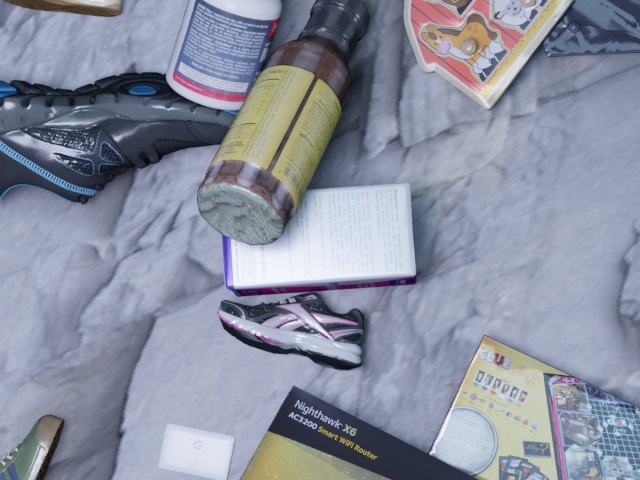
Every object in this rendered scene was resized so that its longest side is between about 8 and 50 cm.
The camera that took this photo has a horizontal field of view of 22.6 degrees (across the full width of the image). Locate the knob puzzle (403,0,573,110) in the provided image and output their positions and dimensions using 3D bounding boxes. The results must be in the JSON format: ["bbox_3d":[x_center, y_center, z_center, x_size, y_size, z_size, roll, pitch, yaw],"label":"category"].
[{"bbox_3d":[0.178,-0.280,1.901,0.213,0.030,0.213,-2,85,22],"label":"knob puzzle"}]

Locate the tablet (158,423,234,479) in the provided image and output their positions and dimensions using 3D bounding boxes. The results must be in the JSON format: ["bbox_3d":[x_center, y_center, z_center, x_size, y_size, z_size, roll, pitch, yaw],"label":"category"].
[{"bbox_3d":[-0.146,0.250,1.891,0.083,0.006,0.054,11,83,5],"label":"tablet"}]

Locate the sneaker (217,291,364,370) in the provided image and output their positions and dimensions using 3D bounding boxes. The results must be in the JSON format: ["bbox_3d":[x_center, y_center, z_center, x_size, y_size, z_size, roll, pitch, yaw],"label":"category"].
[{"bbox_3d":[-0.031,0.094,1.881,0.178,0.072,0.077,17,72,-2],"label":"sneaker"}]

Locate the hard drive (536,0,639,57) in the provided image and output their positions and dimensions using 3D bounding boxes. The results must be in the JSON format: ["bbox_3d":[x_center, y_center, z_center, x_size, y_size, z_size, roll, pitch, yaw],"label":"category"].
[{"bbox_3d":[0.337,-0.343,1.909,0.172,0.054,0.255,-3,83,4],"label":"hard drive"}]

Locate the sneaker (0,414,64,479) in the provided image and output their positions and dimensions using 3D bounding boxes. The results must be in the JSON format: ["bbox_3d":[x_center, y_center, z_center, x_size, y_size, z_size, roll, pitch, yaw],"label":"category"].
[{"bbox_3d":[-0.375,0.284,1.872,0.086,0.064,0.192,22,88,2],"label":"sneaker"}]

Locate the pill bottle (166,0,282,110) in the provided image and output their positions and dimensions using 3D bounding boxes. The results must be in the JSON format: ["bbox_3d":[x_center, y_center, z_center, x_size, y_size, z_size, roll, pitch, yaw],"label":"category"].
[{"bbox_3d":[-0.104,-0.251,1.843,0.108,0.108,0.180,23,114,7],"label":"pill bottle"}]

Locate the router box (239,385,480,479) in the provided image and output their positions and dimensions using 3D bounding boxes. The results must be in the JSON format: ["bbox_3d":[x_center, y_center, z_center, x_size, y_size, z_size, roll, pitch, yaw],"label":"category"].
[{"bbox_3d":[0.046,0.339,1.784,0.308,0.081,0.243,26,61,7],"label":"router box"}]

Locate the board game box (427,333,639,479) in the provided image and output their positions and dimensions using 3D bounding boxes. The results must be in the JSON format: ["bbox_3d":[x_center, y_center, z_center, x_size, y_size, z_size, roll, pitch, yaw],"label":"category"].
[{"bbox_3d":[0.264,0.234,1.847,0.243,0.042,0.165,26,85,7],"label":"board game box"}]

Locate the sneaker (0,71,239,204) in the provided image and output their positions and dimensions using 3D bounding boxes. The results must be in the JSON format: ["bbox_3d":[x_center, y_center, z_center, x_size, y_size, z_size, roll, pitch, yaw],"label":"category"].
[{"bbox_3d":[-0.257,-0.121,1.910,0.340,0.125,0.140,-1,110,1],"label":"sneaker"}]

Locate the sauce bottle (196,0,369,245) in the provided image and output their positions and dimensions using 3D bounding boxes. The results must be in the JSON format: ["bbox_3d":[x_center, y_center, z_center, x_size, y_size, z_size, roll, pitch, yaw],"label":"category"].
[{"bbox_3d":[-0.029,-0.149,1.821,0.111,0.111,0.344,22,54,6],"label":"sauce bottle"}]

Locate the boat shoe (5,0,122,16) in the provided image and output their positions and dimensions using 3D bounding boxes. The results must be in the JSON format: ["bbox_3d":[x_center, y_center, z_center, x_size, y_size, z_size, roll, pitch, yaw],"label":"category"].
[{"bbox_3d":[-0.323,-0.313,1.952,0.170,0.063,0.059,8,81,-4],"label":"boat shoe"}]

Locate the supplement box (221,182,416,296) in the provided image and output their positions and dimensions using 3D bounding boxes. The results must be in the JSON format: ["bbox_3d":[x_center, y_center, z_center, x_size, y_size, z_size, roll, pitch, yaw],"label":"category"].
[{"bbox_3d":[0.000,0.000,1.860,0.220,0.111,0.114,-5,82,4],"label":"supplement box"}]
